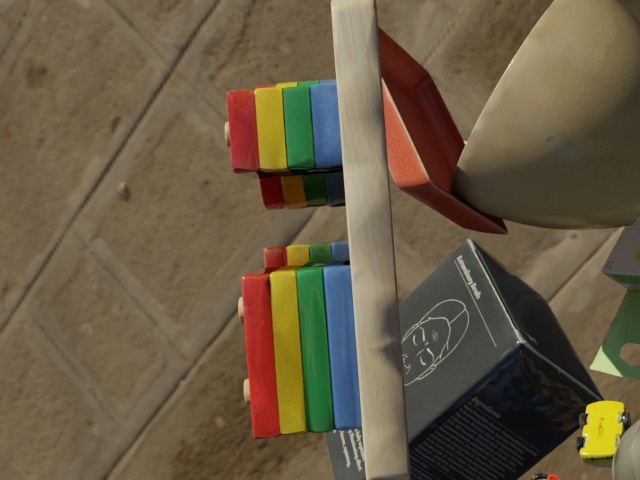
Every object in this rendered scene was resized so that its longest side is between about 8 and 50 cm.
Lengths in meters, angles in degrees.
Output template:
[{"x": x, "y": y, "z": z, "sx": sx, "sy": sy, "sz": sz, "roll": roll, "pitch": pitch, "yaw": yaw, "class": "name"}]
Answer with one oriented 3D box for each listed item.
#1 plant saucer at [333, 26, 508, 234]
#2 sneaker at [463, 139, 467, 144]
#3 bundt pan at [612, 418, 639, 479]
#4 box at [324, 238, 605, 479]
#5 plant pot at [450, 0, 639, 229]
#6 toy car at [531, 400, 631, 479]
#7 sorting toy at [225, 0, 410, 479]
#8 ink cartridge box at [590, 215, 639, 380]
[{"x": 0.113, "y": -0.131, "z": 1.190, "sx": 0.047, "sy": 0.258, "sz": 0.259, "roll": -30, "pitch": 65, "yaw": 20, "class": "plant saucer"}, {"x": 0.179, "y": -0.116, "z": 1.446, "sx": 0.118, "sy": 0.042, "sz": 0.067, "roll": 23, "pitch": 71, "yaw": 28, "class": "sneaker"}, {"x": 0.400, "y": 0.162, "z": 0.922, "sx": 0.331, "sy": 0.331, "sz": 0.124, "roll": -48, "pitch": 70, "yaw": 25, "class": "bundt pan"}, {"x": 0.210, "y": 0.251, "z": 1.641, "sx": 0.212, "sy": 0.293, "sz": 0.395, "roll": 35, "pitch": 110, "yaw": -26, "class": "box"}, {"x": 0.303, "y": -0.123, "z": 1.126, "sx": 0.191, "sy": 0.284, "sz": 0.284, "roll": 32, "pitch": 110, "yaw": 14, "class": "plant pot"}, {"x": 0.339, "y": 0.297, "z": 1.157, "sx": 0.225, "sy": 0.239, "sz": 0.053, "roll": 18, "pitch": 137, "yaw": 53, "class": "toy car"}, {"x": 0.000, "y": 0.000, "z": 0.645, "sx": 0.089, "sy": 0.255, "sz": 0.257, "roll": -5, "pitch": 91, "yaw": 3, "class": "sorting toy"}, {"x": 0.408, "y": 0.053, "z": 1.226, "sx": 0.056, "sy": 0.171, "sz": 0.235, "roll": 33, "pitch": 82, "yaw": -13, "class": "ink cartridge box"}]
